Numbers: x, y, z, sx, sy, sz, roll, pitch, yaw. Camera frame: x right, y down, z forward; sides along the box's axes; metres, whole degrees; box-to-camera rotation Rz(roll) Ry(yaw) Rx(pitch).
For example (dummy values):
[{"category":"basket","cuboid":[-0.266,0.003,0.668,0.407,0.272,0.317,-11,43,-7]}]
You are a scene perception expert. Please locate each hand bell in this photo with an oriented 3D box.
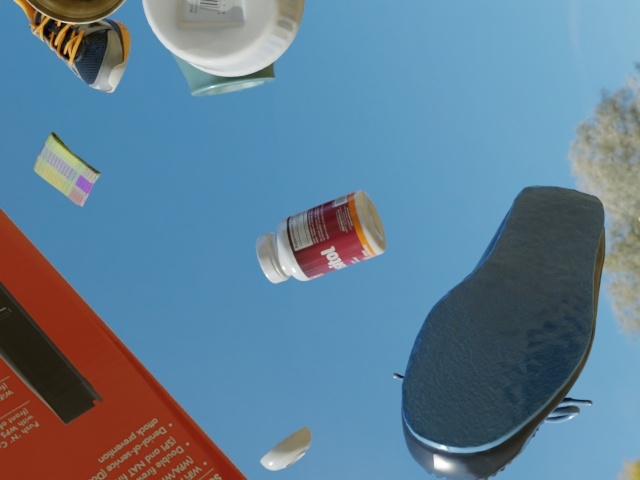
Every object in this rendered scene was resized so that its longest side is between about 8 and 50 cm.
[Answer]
[{"category":"hand bell","cuboid":[-0.247,-0.307,0.897,0.126,0.126,0.242,57,-174,-15]}]

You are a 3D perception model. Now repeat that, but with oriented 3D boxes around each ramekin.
[{"category":"ramekin","cuboid":[-0.173,-0.427,1.403,0.277,0.277,0.135,64,-168,-6]}]

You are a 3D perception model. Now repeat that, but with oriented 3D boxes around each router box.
[{"category":"router box","cuboid":[-0.143,0.165,0.416,0.301,0.335,0.082,43,-131,18]}]

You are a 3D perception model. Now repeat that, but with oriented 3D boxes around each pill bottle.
[{"category":"pill bottle","cuboid":[0.000,0.000,1.023,0.086,0.152,0.086,-21,-90,-75]}]

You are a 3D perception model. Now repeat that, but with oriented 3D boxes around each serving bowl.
[{"category":"serving bowl","cuboid":[-0.043,0.297,1.136,0.083,0.083,0.027,-15,-118,-50]}]

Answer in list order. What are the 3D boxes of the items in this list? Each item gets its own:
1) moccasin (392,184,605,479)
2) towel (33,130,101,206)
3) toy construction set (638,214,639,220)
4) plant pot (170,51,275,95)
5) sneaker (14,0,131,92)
[{"category":"moccasin","cuboid":[0.171,0.081,0.663,0.342,0.137,0.117,-43,-38,-43]},{"category":"towel","cuboid":[-0.239,-0.066,0.762,0.060,0.083,0.009,40,-123,-8]},{"category":"toy construction set","cuboid":[0.643,-0.004,1.397,0.151,0.215,0.327,-64,-16,6]},{"category":"plant pot","cuboid":[-0.202,-0.440,1.677,0.271,0.271,0.255,-19,-81,-50]},{"category":"sneaker","cuboid":[-0.293,-0.243,0.944,0.083,0.084,0.215,5,-147,-49]}]
